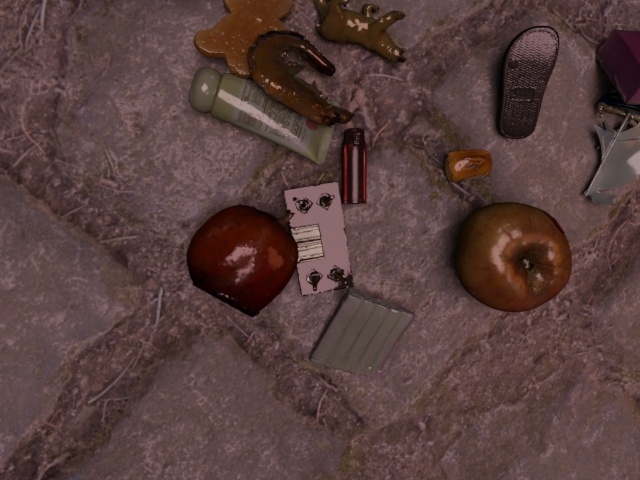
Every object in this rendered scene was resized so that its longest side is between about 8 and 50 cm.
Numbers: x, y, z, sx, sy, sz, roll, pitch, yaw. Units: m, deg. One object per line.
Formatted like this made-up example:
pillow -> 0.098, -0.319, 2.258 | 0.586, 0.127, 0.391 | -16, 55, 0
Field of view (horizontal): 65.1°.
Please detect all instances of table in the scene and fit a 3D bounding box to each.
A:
table -> 0.000, 0.000, 1.087 | 0.122, 0.111, 0.240 | -11, 99, -6

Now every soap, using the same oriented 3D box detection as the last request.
soap -> 0.776, -0.380, 1.112 | 0.260, 0.081, 0.181 | 2, 55, -7

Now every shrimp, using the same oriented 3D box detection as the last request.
shrimp -> -0.032, -0.333, 1.027 | 0.253, 0.058, 0.173 | 20, 70, -25

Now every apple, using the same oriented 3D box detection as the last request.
apple -> 0.416, 0.036, 1.104 | 0.261, 0.194, 0.260 | -1, 99, -7

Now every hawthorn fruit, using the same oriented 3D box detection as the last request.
hawthorn fruit -> -0.148, 0.026, 1.027 | 0.250, 0.215, 0.215 | -40, 100, 3

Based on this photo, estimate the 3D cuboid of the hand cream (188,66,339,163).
hand cream -> -0.117, -0.274, 1.050 | 0.306, 0.093, 0.147 | 17, 79, -10

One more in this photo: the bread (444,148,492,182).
bread -> 0.335, -0.171, 1.140 | 0.106, 0.053, 0.072 | -8, 101, -12

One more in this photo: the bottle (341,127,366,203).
bottle -> 0.074, -0.163, 1.103 | 0.060, 0.060, 0.164 | -1, 96, -7

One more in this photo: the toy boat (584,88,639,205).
toy boat -> 0.704, -0.237, 1.173 | 0.291, 0.070, 0.210 | -43, 96, 3

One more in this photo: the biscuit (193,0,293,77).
biscuit -> -0.139, -0.444, 1.031 | 0.153, 0.030, 0.234 | 34, 75, -9

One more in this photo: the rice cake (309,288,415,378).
rice cake -> 0.094, 0.218, 1.144 | 0.189, 0.037, 0.198 | 18, 109, -8

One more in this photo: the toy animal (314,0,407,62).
toy animal -> 0.086, -0.450, 1.063 | 0.219, 0.103, 0.101 | 10, 115, -10

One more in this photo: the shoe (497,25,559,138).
shoe -> 0.450, -0.353, 1.122 | 0.108, 0.093, 0.241 | 7, 118, 8
